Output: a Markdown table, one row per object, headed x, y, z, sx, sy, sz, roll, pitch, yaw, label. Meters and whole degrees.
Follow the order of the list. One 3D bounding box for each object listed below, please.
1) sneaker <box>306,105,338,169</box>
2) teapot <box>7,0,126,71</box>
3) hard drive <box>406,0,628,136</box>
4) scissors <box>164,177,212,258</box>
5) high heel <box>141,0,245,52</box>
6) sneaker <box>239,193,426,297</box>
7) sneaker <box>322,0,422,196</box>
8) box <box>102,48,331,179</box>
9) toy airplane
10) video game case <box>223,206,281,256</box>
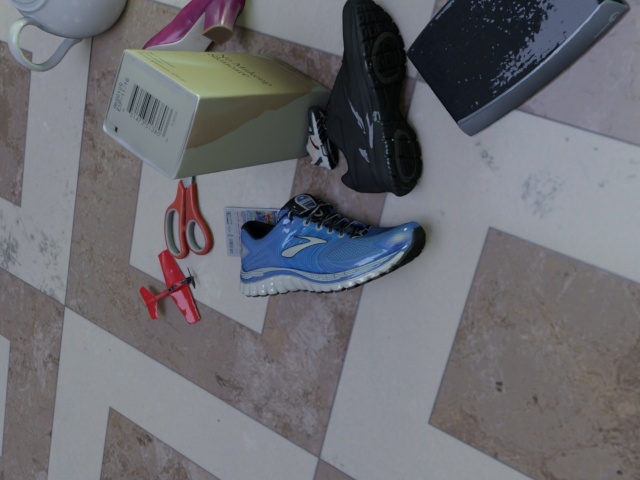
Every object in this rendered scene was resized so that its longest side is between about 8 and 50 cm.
| x | y | z | sx | sy | sz | roll | pitch | yaw | label |
| --- | --- | --- | --- | --- | --- | --- | --- | --- | --- |
| -0.007 | -0.154 | 1.141 | 0.044 | 0.040 | 0.109 | 10 | 132 | 29 | sneaker |
| -0.471 | -0.468 | 1.306 | 0.252 | 0.187 | 0.256 | -35 | 82 | 34 | teapot |
| 0.237 | -0.270 | 0.967 | 0.255 | 0.054 | 0.172 | -40 | 79 | 33 | hard drive |
| -0.245 | -0.109 | 1.340 | 0.109 | 0.021 | 0.297 | 6 | 106 | 34 | scissors |
| -0.216 | -0.362 | 1.247 | 0.244 | 0.082 | 0.117 | -13 | 61 | 48 | high heel |
| 0.000 | 0.000 | 1.140 | 0.330 | 0.130 | 0.147 | -8 | 97 | 32 | sneaker |
| 0.055 | -0.200 | 1.077 | 0.130 | 0.109 | 0.286 | -3 | 98 | 40 | sneaker |
| -0.135 | -0.187 | 1.074 | 0.148 | 0.311 | 0.121 | 34 | 117 | 21 | box |
| -0.287 | 0.095 | 1.411 | 0.151 | 0.028 | 0.151 | 7 | 103 | 33 | toy airplane |
| -0.113 | -0.012 | 1.282 | 0.122 | 0.011 | 0.087 | 4 | 102 | 33 | video game case |
